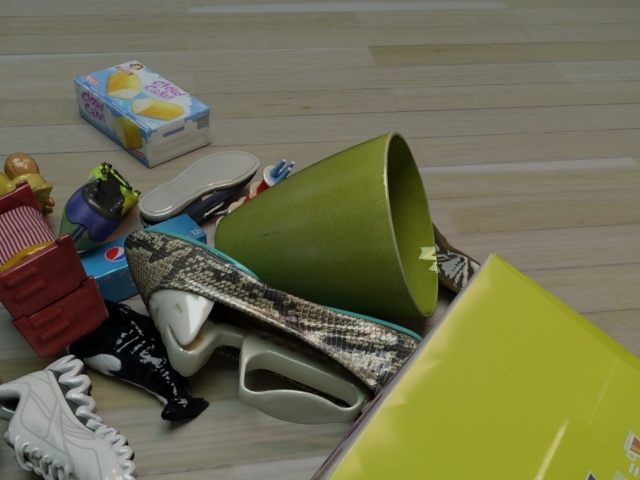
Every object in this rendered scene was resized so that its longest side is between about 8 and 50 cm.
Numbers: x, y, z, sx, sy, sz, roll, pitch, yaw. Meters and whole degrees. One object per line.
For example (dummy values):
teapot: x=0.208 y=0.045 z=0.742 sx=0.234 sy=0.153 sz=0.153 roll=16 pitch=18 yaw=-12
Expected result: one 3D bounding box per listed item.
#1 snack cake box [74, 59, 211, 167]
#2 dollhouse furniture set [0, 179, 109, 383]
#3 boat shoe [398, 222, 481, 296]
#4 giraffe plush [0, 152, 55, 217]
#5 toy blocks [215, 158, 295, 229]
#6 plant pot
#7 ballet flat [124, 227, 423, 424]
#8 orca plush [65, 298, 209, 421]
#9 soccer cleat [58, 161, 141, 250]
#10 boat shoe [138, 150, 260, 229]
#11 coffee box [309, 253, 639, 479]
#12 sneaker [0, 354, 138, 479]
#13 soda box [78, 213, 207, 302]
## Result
snack cake box: x=-0.361 y=-0.263 z=1.648 sx=0.152 sy=0.089 sz=0.264 roll=-30 pitch=49 yaw=-34
dollhouse furniture set: x=-0.494 y=0.101 z=1.068 sx=0.374 sy=0.152 sz=0.201 roll=-33 pitch=41 yaw=-21
boat shoe: x=0.188 y=0.031 z=1.340 sx=0.080 sy=0.073 sz=0.223 roll=-42 pitch=57 yaw=-12
giraffe plush: x=-0.531 y=-0.085 z=1.343 sx=0.171 sy=0.210 sz=0.181 roll=-6 pitch=15 yaw=-20
toy blocks: x=-0.106 y=-0.072 z=1.379 sx=0.054 sy=0.148 sz=0.123 roll=43 pitch=44 yaw=-2
plant pot: x=0.000 y=0.000 z=1.225 sx=0.294 sy=0.274 sz=0.274 roll=-10 pitch=35 yaw=19
ballet flat: x=-0.087 y=0.134 z=1.101 sx=0.483 sy=0.164 sz=0.182 roll=22 pitch=51 yaw=8
orca plush: x=-0.280 y=0.142 z=1.132 sx=0.151 sy=0.102 sz=0.287 roll=-22 pitch=45 yaw=-29
soccer cleat: x=-0.371 y=-0.053 z=1.342 sx=0.093 sy=0.121 sz=0.289 roll=41 pitch=6 yaw=-12
boat shoe: x=-0.208 y=-0.078 z=1.436 sx=0.095 sy=0.079 sz=0.254 roll=29 pitch=47 yaw=25
coffee box: x=0.152 y=0.287 z=0.730 sx=0.338 sy=0.334 sz=0.337 roll=38 pitch=46 yaw=9
sneaker: x=-0.306 y=0.255 z=0.975 sx=0.118 sy=0.110 sz=0.292 roll=-8 pitch=31 yaw=-35
soda box: x=-0.287 y=0.033 z=1.298 sx=0.210 sy=0.067 sz=0.071 roll=-23 pitch=45 yaw=-30
